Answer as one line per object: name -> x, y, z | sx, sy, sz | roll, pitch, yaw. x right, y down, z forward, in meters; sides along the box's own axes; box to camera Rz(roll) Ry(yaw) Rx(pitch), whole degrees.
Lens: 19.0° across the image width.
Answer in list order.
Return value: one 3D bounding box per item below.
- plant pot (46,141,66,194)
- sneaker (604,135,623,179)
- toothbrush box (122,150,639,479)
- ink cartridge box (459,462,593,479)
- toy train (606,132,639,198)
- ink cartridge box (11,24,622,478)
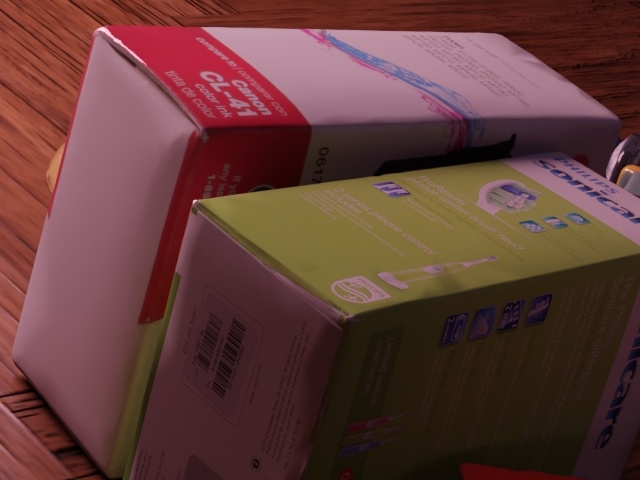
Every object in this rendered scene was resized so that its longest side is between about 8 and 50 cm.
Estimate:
plant pot -> -0.078, -0.039, 1.377 | 0.236, 0.032, 0.236 | 13, 25, -6
sneaker -> 0.176, -0.106, 1.625 | 0.221, 0.083, 0.087 | 35, 22, 27
toothbrush box -> 0.050, 0.079, 1.002 | 0.283, 0.206, 0.122 | -9, 35, -42
ink cartridge box -> 0.258, 0.189, 0.797 | 0.308, 0.091, 0.385 | 9, 26, -19
toy train -> 0.355, 0.023, 1.412 | 0.334, 0.142, 0.190 | 25, 38, 13
ink cartridge box -> 0.000, 0.000, 1.112 | 0.306, 0.226, 0.131 | -3, 32, -36
